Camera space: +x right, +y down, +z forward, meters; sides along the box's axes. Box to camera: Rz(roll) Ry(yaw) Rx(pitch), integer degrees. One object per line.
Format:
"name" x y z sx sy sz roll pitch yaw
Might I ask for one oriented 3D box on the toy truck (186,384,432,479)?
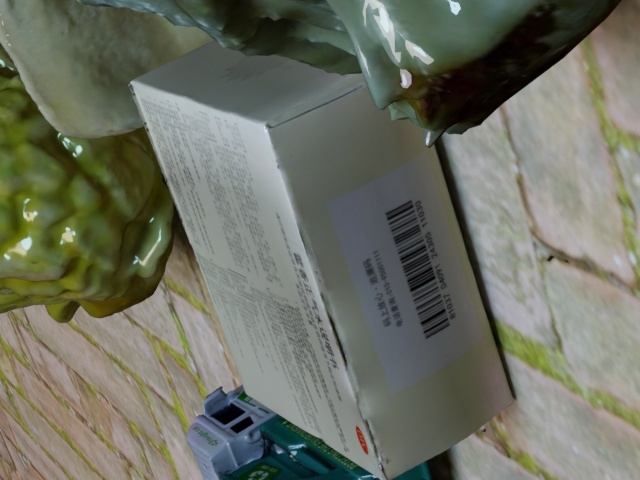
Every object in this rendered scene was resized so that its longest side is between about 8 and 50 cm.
"toy truck" -0.009 0.157 1.094 0.216 0.116 0.110 23 136 58

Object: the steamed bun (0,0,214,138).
"steamed bun" -0.147 -0.162 1.008 0.155 0.140 0.172 33 148 58

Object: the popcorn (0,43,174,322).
"popcorn" -0.214 -0.046 1.212 0.259 0.259 0.212 171 97 -67

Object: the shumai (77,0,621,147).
"shumai" 0.000 -0.162 0.583 0.222 0.225 0.260 31 -177 36

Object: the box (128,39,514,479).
"box" 0.000 0.000 0.919 0.168 0.095 0.212 27 140 58
